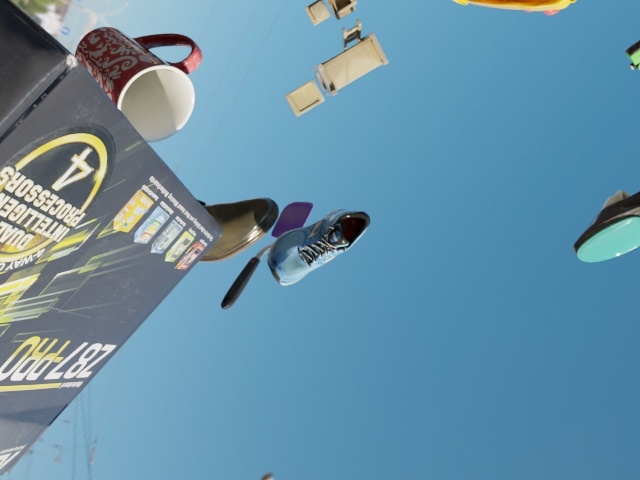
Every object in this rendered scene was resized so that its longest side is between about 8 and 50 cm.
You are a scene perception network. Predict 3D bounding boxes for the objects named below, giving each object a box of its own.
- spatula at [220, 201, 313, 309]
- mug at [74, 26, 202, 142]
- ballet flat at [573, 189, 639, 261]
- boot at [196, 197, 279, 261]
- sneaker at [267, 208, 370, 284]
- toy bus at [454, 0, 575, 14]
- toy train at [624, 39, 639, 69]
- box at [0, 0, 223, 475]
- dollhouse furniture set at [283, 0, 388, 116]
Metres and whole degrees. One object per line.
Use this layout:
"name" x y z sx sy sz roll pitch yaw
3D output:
"spatula" -0.115 0.027 1.409 0.084 0.030 0.296 8 -132 41
"mug" -0.255 -0.233 0.978 0.169 0.150 0.113 41 -38 35
"ballet flat" 0.404 -0.042 0.847 0.203 0.074 0.074 -35 -138 37
"boot" -0.170 -0.023 0.910 0.219 0.106 0.082 -19 -122 14
"sneaker" 0.000 0.000 0.898 0.162 0.063 0.073 -36 -170 -28
"toy bus" 0.199 -0.293 0.680 0.220 0.211 0.149 34 -81 52
"toy train" 0.291 -0.173 0.567 0.083 0.024 0.017 -38 -147 17
"box" -0.237 0.043 0.491 0.318 0.097 0.395 -47 171 -8
"dollhouse furniture set" -0.007 -0.331 1.189 0.182 0.161 0.101 -31 -166 -1
